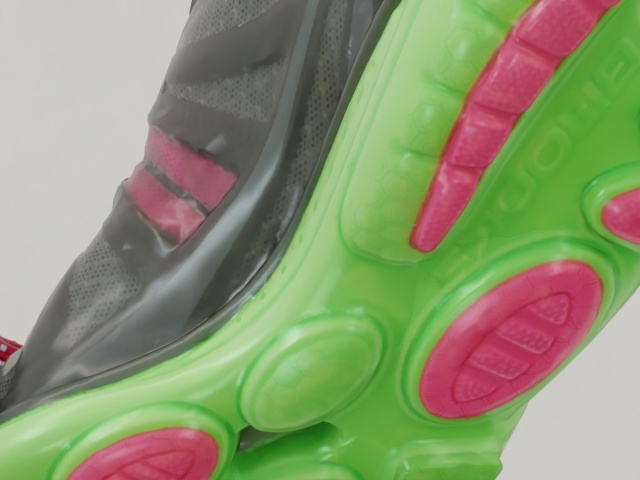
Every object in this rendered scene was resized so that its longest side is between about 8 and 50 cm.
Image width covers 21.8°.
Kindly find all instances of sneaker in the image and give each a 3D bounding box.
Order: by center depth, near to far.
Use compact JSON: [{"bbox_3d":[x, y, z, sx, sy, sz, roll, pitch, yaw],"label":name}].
[{"bbox_3d":[0.000,0.000,0.648,0.483,0.185,0.202,-44,29,25],"label":"sneaker"}]

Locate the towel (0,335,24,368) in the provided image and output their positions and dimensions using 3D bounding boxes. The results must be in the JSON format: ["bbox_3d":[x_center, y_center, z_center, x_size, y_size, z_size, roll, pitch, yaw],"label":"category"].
[{"bbox_3d":[-0.283,0.070,0.713,0.199,0.275,0.031,-52,26,30],"label":"towel"}]
